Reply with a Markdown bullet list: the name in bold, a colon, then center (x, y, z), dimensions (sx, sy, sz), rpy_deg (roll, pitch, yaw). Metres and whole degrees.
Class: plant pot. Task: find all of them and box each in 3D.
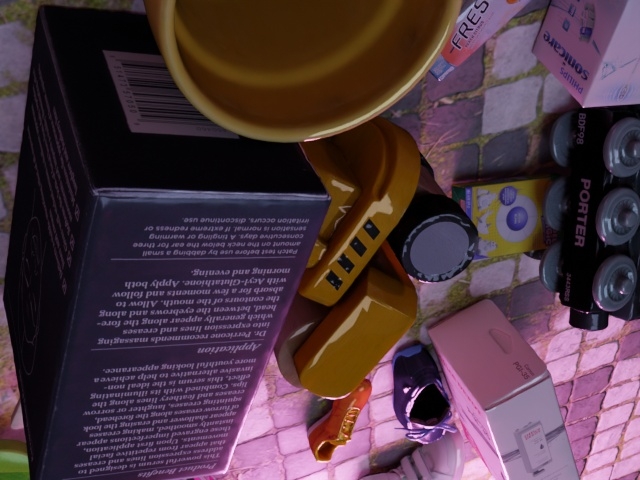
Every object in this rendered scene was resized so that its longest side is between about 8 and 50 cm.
- **plant pot**: center (-0.040, -0.252, 0.790), dimensions (0.254, 0.239, 0.254), rpy_deg (-15, 136, -15)

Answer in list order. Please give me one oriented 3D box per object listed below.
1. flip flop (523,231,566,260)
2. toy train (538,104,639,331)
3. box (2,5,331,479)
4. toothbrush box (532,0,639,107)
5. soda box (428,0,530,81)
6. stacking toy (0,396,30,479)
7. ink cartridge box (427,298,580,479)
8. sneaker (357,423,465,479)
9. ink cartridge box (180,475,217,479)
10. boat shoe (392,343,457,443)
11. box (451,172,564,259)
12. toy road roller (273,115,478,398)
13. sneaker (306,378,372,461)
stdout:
- **flip flop**: center (0.420, -0.028, 1.371), dimensions (0.277, 0.080, 0.112), rpy_deg (-10, 98, -1)
- **toy train**: center (0.404, -0.044, 1.244), dimensions (0.190, 0.142, 0.334), rpy_deg (-5, 103, -31)
- **box**: center (-0.184, 0.016, 0.939), dimensions (0.212, 0.293, 0.395), rpy_deg (0, 132, -27)
- **toothbrush box**: center (0.403, -0.309, 1.052), dimensions (0.216, 0.126, 0.295), rpy_deg (-6, 135, -23)
- **soda box**: center (0.173, -0.265, 1.020), dimensions (0.183, 0.063, 0.058), rpy_deg (-42, 137, 15)
- **stacking toy**: center (-0.341, 0.286, 1.287), dimensions (0.279, 0.130, 0.309), rpy_deg (31, 106, -27)
- **ink cartridge box**: center (0.290, 0.263, 1.462), dimensions (0.117, 0.207, 0.283), rpy_deg (-27, 127, -4)
- **sneaker**: center (0.154, 0.432, 1.677), dimensions (0.151, 0.094, 0.256), rpy_deg (7, 127, -29)
- **ink cartridge box**: center (-0.201, 0.499, 1.521), dimensions (0.175, 0.069, 0.371), rpy_deg (-30, 127, 1)
- **boat shoe**: center (0.166, 0.279, 1.533), dimensions (0.109, 0.089, 0.258), rpy_deg (-27, 138, -1)
- **box**: center (0.269, -0.035, 1.281), dimensions (0.179, 0.043, 0.105), rpy_deg (-9, 103, -23)
- **toy road roller**: center (0.000, 0.000, 1.100), dimensions (0.240, 0.202, 0.329), rpy_deg (25, 112, -28)
- **sneaker**: center (0.040, 0.292, 1.498), dimensions (0.064, 0.067, 0.175), rpy_deg (9, 125, -32)
